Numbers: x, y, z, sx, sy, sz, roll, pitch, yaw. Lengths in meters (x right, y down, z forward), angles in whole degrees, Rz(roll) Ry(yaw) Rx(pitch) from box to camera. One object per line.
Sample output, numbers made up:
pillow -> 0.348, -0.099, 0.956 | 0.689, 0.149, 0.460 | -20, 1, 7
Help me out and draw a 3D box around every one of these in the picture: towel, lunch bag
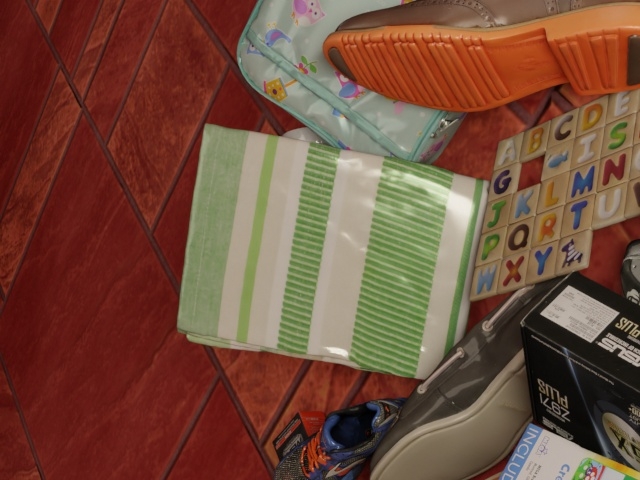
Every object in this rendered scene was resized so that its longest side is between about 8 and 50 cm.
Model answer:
towel -> 0.012, 0.019, 1.315 | 0.038, 0.325, 0.248 | -51, -29, -81
lunch bag -> 0.050, -0.209, 1.348 | 0.279, 0.108, 0.224 | 39, 115, 16

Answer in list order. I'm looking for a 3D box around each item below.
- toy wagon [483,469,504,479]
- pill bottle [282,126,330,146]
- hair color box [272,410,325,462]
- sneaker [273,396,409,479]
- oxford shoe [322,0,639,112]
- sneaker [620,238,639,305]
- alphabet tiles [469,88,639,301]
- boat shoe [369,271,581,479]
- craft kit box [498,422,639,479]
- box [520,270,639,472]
toy wagon -> 0.197, 0.301, 1.070 | 0.267, 0.068, 0.344 | 14, 72, 49
pill bottle -> 0.000, 0.000, 1.437 | 0.146, 0.146, 0.264 | -16, 72, 52
hair color box -> -0.006, 0.292, 1.486 | 0.072, 0.043, 0.141 | -53, 46, 33
sneaker -> 0.022, 0.236, 1.386 | 0.221, 0.087, 0.083 | -36, 50, 28
oxford shoe -> 0.179, -0.218, 1.188 | 0.363, 0.130, 0.133 | 1, 63, 23
sneaker -> 0.328, 0.006, 1.043 | 0.132, 0.086, 0.229 | 42, 119, 51
alphabet tiles -> 0.245, -0.051, 1.168 | 0.237, 0.009, 0.198 | -23, 45, 50
boat shoe -> 0.169, 0.153, 1.229 | 0.335, 0.112, 0.095 | -46, 31, 33
craft kit box -> 0.214, 0.302, 0.956 | 0.246, 0.061, 0.250 | 19, 75, 52
box -> 0.268, 0.132, 1.012 | 0.180, 0.077, 0.147 | 31, 152, 37
